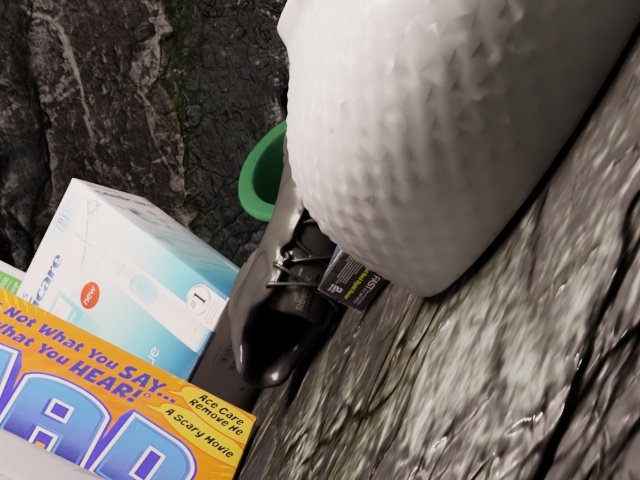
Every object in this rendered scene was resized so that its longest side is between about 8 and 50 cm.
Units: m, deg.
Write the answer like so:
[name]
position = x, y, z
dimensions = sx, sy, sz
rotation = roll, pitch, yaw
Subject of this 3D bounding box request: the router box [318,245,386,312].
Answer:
[router box]
position = 0.047, -0.019, 0.926
dimensions = 0.092, 0.038, 0.122
rotation = -66, 5, -35

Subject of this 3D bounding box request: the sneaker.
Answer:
[sneaker]
position = 0.000, 0.000, 1.100
dimensions = 0.130, 0.109, 0.286
rotation = -85, 13, -64

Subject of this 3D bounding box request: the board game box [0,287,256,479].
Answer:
[board game box]
position = -0.325, 0.306, 1.244
dimensions = 0.356, 0.356, 0.356
rotation = -59, 5, 39

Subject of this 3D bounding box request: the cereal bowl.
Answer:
[cereal bowl]
position = 0.075, -0.149, 0.718
dimensions = 0.339, 0.141, 0.339
rotation = -61, 3, 6

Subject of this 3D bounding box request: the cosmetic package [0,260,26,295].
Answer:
[cosmetic package]
position = -0.309, 0.197, 1.729
dimensions = 0.155, 0.365, 0.197
rotation = 121, 173, -65

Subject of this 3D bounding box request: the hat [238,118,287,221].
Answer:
[hat]
position = 0.020, -0.030, 1.486
dimensions = 0.208, 0.183, 0.173
rotation = -2, 49, 35

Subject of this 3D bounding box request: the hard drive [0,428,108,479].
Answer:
[hard drive]
position = -0.164, 0.200, 0.930
dimensions = 0.040, 0.210, 0.319
rotation = -64, 4, -6

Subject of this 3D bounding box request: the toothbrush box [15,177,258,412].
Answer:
[toothbrush box]
position = -0.201, 0.094, 1.523
dimensions = 0.126, 0.295, 0.216
rotation = 17, -75, -51
